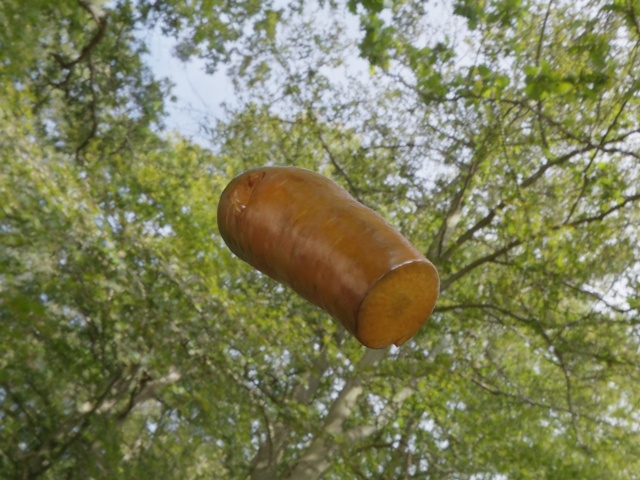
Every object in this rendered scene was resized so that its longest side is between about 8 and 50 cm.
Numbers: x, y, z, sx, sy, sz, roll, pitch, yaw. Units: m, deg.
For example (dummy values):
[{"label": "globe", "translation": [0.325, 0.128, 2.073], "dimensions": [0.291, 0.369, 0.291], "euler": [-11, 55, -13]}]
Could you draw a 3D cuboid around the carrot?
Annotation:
[{"label": "carrot", "translation": [0.000, 0.000, 0.449], "dimensions": [0.193, 0.087, 0.087], "euler": [26, -42, 49]}]
